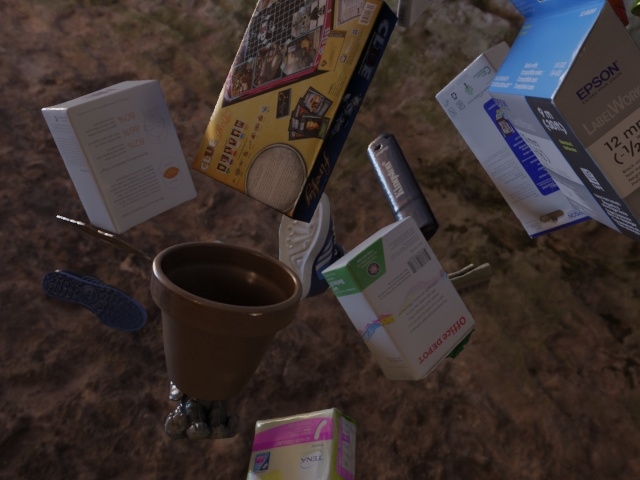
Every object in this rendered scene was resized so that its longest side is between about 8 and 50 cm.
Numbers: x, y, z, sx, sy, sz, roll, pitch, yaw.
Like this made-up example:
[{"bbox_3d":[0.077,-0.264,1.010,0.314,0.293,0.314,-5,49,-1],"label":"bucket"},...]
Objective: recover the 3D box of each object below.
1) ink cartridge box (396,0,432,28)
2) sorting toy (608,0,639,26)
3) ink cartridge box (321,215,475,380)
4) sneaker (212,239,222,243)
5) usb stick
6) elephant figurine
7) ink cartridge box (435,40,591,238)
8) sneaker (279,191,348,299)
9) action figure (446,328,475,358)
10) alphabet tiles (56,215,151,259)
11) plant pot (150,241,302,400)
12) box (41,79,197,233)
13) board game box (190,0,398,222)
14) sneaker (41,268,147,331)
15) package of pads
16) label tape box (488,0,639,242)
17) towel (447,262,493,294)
[{"bbox_3d":[0.252,-0.651,1.411,0.045,0.145,0.179,22,-125,16],"label":"ink cartridge box"},{"bbox_3d":[0.748,-0.566,1.232,0.127,0.126,0.366,4,-173,-30],"label":"sorting toy"},{"bbox_3d":[0.127,0.094,0.886,0.212,0.154,0.093,57,150,-4],"label":"ink cartridge box"},{"bbox_3d":[-0.293,0.069,1.487,0.061,0.152,0.053,16,152,20],"label":"sneaker"},{"bbox_3d":[0.156,-0.105,1.093,0.045,0.077,0.277,19,-140,-37],"label":"usb stick"},{"bbox_3d":[-0.254,0.314,1.231,0.169,0.186,0.239,34,-130,-61],"label":"elephant figurine"},{"bbox_3d":[0.355,-0.170,0.992,0.332,0.065,0.165,57,157,0],"label":"ink cartridge box"},{"bbox_3d":[0.000,0.001,1.501,0.130,0.322,0.236,22,-158,27],"label":"sneaker"},{"bbox_3d":[0.245,0.196,1.130,0.137,0.063,0.232,11,155,19],"label":"action figure"},{"bbox_3d":[-0.580,-0.004,1.512,0.237,0.009,0.198,12,161,39],"label":"alphabet tiles"},{"bbox_3d":[-0.185,0.156,1.004,0.263,0.229,0.263,14,-161,-5],"label":"plant pot"},{"bbox_3d":[-0.267,-0.115,0.750,0.091,0.170,0.130,14,-144,44],"label":"box"},{"bbox_3d":[-0.036,-0.163,0.632,0.165,0.243,0.042,28,-173,29],"label":"board game box"},{"bbox_3d":[-0.472,0.121,1.194,0.232,0.081,0.090,26,-177,0],"label":"sneaker"},{"bbox_3d":[-0.041,0.500,1.113,0.101,0.229,0.296,46,-143,-38],"label":"package of pads"},{"bbox_3d":[0.320,-0.171,0.704,0.347,0.115,0.249,46,-168,-12],"label":"label tape box"},{"bbox_3d":[0.267,0.127,1.385,0.312,0.325,0.056,42,-148,-71],"label":"towel"}]
